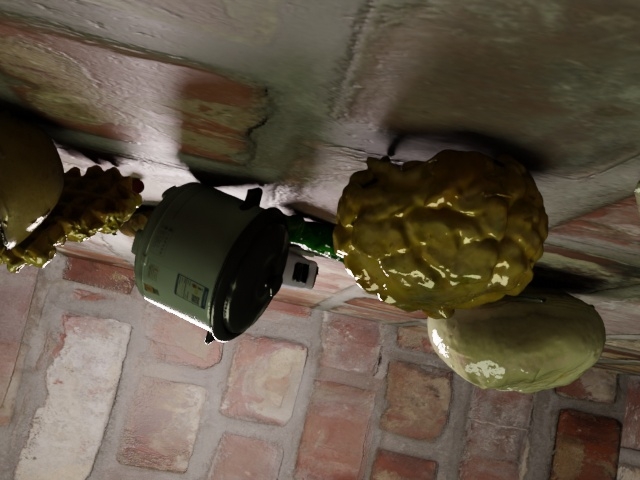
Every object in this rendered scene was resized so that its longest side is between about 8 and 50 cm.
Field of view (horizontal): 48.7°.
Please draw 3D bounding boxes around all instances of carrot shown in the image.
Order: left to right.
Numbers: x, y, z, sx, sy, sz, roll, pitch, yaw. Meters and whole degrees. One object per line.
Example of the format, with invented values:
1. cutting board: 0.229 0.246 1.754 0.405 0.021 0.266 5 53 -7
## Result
1. carrot: -0.344 -0.040 1.533 0.070 0.070 0.342 21 164 -42

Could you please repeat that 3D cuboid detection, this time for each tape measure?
1. tape measure: -0.105 0.058 1.713 0.196 0.105 0.178 12 177 4

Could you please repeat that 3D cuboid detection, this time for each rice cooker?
1. rice cooker: -0.169 0.035 1.196 0.226 0.281 0.241 22 -165 17

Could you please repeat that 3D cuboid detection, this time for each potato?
1. potato: -0.437 -0.100 1.031 0.117 0.202 0.182 -19 176 -25

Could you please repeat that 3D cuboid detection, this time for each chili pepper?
1. chili pepper: 0.000 -0.002 1.357 0.224 0.061 0.098 17 164 -35

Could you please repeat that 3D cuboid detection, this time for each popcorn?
1. popcorn: 0.143 -0.010 0.833 0.250 0.190 0.250 15 159 6

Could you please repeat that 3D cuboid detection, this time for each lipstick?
1. lipstick: -0.371 -0.094 1.367 0.027 0.027 0.176 16 170 -25

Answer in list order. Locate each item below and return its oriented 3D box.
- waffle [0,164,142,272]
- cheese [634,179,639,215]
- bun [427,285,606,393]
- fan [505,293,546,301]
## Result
1. waffle: -0.420 -0.044 1.158 0.253 0.056 0.249 -11 -142 -10
2. cheese: 0.455 -0.007 0.911 0.085 0.034 0.400 1 167 26
3. bun: 0.404 0.208 1.463 0.360 0.213 0.361 2 -174 0
4. fan: 0.281 0.098 1.427 0.223 0.012 0.294 -3 -172 -12
